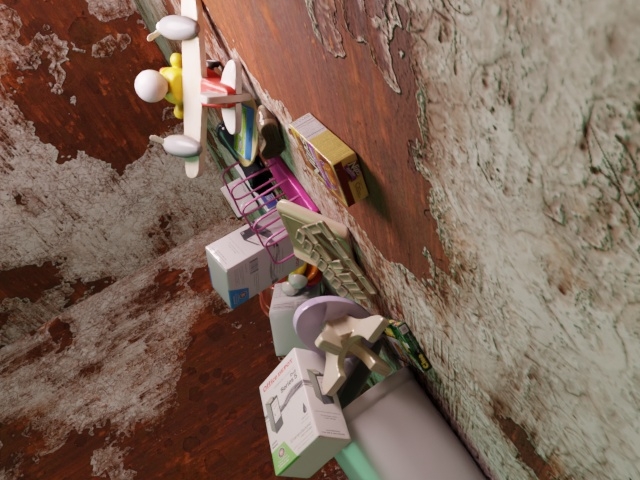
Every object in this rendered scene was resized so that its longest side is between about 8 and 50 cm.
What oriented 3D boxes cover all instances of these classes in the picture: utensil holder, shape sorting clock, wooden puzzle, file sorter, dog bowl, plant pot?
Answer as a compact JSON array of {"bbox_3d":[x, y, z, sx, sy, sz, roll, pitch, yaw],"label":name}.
[{"bbox_3d":[0.229,0.600,1.578,0.385,0.328,0.327,53,170,20],"label":"utensil holder"},{"bbox_3d":[-0.209,-0.314,1.620,0.206,0.041,0.206,177,90,-68],"label":"shape sorting clock"},{"bbox_3d":[0.000,0.000,1.525,0.221,0.044,0.238,24,151,26],"label":"wooden puzzle"},{"bbox_3d":[-0.147,-0.105,1.723,0.290,0.182,0.202,55,171,24],"label":"file sorter"},{"bbox_3d":[0.077,0.410,1.781,0.102,0.348,0.348,29,160,20],"label":"dog bowl"},{"bbox_3d":[-0.157,0.206,2.641,0.272,0.273,0.265,54,162,26],"label":"plant pot"}]

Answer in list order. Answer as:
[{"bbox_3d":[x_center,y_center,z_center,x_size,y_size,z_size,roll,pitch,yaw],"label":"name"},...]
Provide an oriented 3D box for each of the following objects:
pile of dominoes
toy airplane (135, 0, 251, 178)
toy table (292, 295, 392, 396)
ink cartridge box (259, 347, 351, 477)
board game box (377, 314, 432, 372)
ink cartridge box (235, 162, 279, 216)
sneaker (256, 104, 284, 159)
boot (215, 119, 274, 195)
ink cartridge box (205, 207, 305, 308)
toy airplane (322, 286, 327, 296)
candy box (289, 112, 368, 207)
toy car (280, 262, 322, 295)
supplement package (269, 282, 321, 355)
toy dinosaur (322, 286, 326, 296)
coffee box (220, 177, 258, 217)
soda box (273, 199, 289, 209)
[{"bbox_3d":[0.044,0.048,1.478,0.251,0.040,0.196,53,155,-13],"label":"pile of dominoes"},{"bbox_3d":[-0.365,-0.415,1.570,0.384,0.273,0.385,-46,55,58],"label":"toy airplane"},{"bbox_3d":[0.069,0.266,1.506,0.275,0.252,0.161,16,-160,-29],"label":"toy table"},{"bbox_3d":[-0.050,0.458,1.526,0.115,0.198,0.272,19,-147,-33],"label":"ink cartridge box"},{"bbox_3d":[0.210,0.267,1.512,0.136,0.030,0.260,61,171,0],"label":"board game box"},{"bbox_3d":[-0.213,-0.135,2.356,0.324,0.072,0.330,52,172,36],"label":"ink cartridge box"},{"bbox_3d":[-0.135,-0.285,1.507,0.188,0.066,0.071,99,156,-69],"label":"sneaker"},{"bbox_3d":[-0.253,-0.285,1.977,0.207,0.094,0.246,55,178,46],"label":"boot"},{"bbox_3d":[-0.208,0.053,1.887,0.129,0.308,0.223,44,151,29],"label":"ink cartridge box"},{"bbox_3d":[0.028,0.250,2.414,0.151,0.028,0.151,163,90,-72],"label":"toy airplane"},{"bbox_3d":[0.014,-0.157,1.099,0.186,0.053,0.109,51,169,46],"label":"candy box"},{"bbox_3d":[-0.068,0.136,2.248,0.136,0.159,0.182,21,147,-17],"label":"toy car"},{"bbox_3d":[-0.087,0.306,2.299,0.262,0.198,0.199,-89,-7,-70],"label":"supplement package"},{"bbox_3d":[0.075,0.335,2.264,0.160,0.121,0.313,117,151,-74],"label":"toy dinosaur"},{"bbox_3d":[-0.340,-0.170,2.398,0.141,0.098,0.246,59,173,-3],"label":"coffee box"},{"bbox_3d":[-0.095,-0.054,1.998,0.168,0.060,0.053,59,167,-5],"label":"soda box"}]
